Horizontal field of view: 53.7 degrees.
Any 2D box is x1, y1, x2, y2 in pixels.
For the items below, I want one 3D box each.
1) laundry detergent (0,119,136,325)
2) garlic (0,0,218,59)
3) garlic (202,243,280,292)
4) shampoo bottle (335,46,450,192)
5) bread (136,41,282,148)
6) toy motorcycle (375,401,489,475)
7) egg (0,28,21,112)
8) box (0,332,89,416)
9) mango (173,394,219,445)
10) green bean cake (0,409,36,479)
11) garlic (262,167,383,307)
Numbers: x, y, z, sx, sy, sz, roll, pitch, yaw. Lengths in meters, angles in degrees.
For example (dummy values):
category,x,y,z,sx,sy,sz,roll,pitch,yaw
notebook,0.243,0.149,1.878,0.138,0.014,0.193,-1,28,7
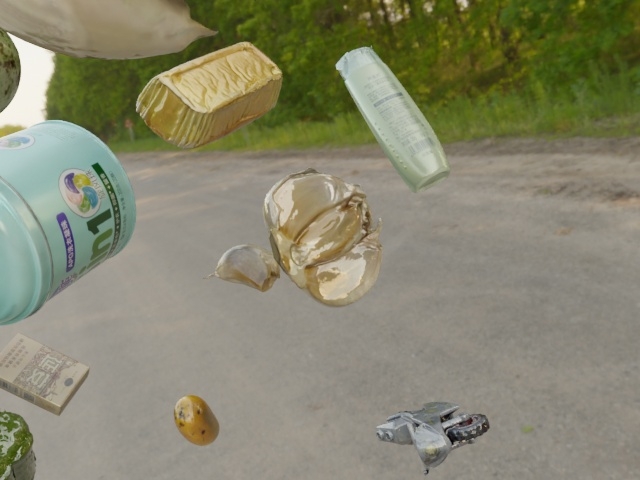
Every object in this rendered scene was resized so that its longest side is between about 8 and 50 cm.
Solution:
category,x,y,z,sx,sy,sz,roll,pitch,yaw
laundry detergent,-0.519,-0.028,1.071,0.287,0.287,0.305,-10,20,24
garlic,-0.059,-0.211,0.310,0.281,0.203,0.184,-39,9,-17
garlic,-0.140,0.043,1.162,0.152,0.066,0.084,14,55,21
shampoo bottle,0.096,-0.164,0.840,0.072,0.212,0.049,-25,-18,-10
bread,-0.198,-0.283,1.206,0.288,0.152,0.119,-41,-8,-43
toy motorcycle,0.163,0.306,0.995,0.122,0.080,0.215,-17,-2,-33
egg,-0.291,-0.134,0.508,0.110,0.085,0.085,-28,8,30
box,-0.285,0.135,0.639,0.083,0.024,0.053,25,42,-1
mango,-0.340,0.504,1.748,0.090,0.178,0.115,-14,36,14
green bean cake,-0.674,0.414,1.043,0.319,0.335,0.218,-62,-1,-42
garlic,0.000,0.000,1.041,0.178,0.229,0.143,-28,-3,-18
